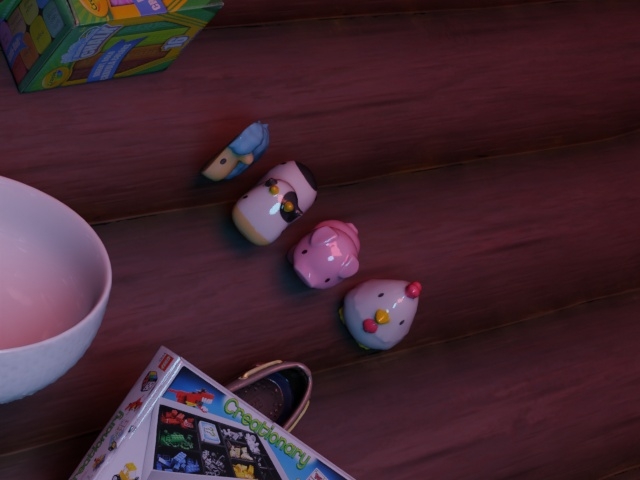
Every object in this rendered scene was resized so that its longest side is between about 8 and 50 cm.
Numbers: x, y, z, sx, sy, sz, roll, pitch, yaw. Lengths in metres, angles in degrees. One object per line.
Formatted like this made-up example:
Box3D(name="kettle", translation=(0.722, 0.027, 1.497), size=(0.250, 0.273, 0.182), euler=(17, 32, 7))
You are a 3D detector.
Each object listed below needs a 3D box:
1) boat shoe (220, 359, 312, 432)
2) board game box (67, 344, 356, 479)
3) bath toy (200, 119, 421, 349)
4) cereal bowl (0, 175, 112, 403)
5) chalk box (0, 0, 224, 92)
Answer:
Box3D(name="boat shoe", translation=(-0.133, 0.242, 1.824), size=(0.324, 0.097, 0.116), euler=(-34, 90, -40))
Box3D(name="board game box", translation=(-0.117, 0.275, 1.737), size=(0.305, 0.053, 0.193), euler=(40, 81, -34))
Box3D(name="bath toy", translation=(0.000, 0.000, 2.015), size=(0.348, 0.129, 0.151), euler=(47, 50, -7))
Box3D(name="cereal bowl", translation=(-0.400, 0.067, 1.660), size=(0.339, 0.141, 0.339), euler=(11, 32, -7))
Box3D(name="chalk box", translation=(-0.304, -0.307, 1.929), size=(0.289, 0.180, 0.179), euler=(-16, 77, -37))
